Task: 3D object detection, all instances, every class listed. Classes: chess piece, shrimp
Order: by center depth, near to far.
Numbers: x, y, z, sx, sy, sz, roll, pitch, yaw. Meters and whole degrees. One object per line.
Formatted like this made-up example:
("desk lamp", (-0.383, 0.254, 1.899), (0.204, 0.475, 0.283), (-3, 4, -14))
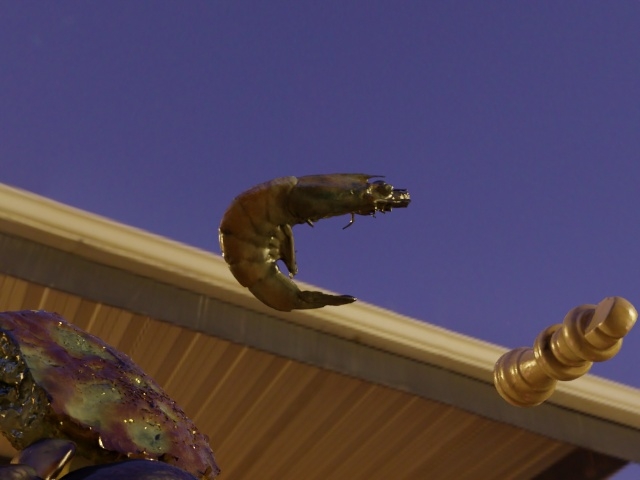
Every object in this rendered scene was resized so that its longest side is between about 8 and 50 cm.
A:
("shrimp", (0.000, 0.000, 0.863), (0.217, 0.051, 0.150), (-10, -87, -11))
("chess piece", (0.426, 0.192, 1.382), (0.117, 0.117, 0.397), (8, -26, -7))

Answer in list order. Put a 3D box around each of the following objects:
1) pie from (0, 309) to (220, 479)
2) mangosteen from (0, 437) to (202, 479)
("pie", (-0.280, 0.203, 0.983), (0.103, 0.354, 0.288), (-54, -37, 0))
("mangosteen", (-0.208, 0.339, 0.693), (0.330, 0.330, 0.330), (0, -45, 0))
